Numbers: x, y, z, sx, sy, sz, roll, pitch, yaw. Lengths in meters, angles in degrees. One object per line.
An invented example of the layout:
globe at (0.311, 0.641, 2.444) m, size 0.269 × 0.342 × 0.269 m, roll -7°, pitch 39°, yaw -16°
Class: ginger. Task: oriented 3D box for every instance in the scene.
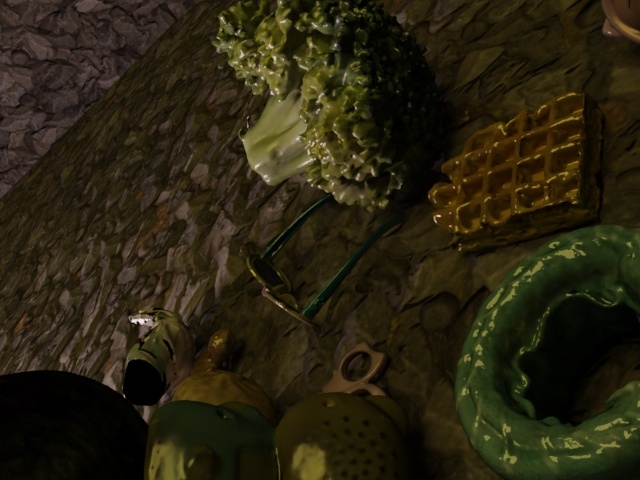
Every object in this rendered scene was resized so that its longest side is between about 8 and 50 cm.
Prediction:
ginger at (-0.173, 0.235, 1.044) m, size 0.193 × 0.052 × 0.176 m, roll -51°, pitch 31°, yaw 15°

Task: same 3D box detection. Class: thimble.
thimble at (0.229, 0.102, 0.585) m, size 0.235 × 0.143 × 0.198 m, roll -53°, pitch 33°, yaw 0°

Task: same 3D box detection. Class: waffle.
waffle at (0.215, -0.073, 0.854) m, size 0.211 × 0.055 × 0.160 m, roll -17°, pitch 47°, yaw 43°

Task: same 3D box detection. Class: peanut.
peanut at (-0.106, 0.258, 0.851) m, size 0.137 × 0.122 × 0.253 m, roll -48°, pitch 41°, yaw 43°

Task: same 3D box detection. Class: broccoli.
broccoli at (0.018, -0.188, 1.038) m, size 0.281 × 0.293 × 0.348 m, roll -30°, pitch 76°, yaw 23°

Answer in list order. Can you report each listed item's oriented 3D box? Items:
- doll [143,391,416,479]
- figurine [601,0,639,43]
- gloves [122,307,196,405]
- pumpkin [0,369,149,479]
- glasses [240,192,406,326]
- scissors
doll at (-0.036, 0.234, 0.708) m, size 0.161 × 0.260 × 0.177 m, roll 102°, pitch 168°, yaw -54°
figurine at (0.399, -0.259, 0.710) m, size 0.287 × 0.186 × 0.176 m, roll 35°, pitch 113°, yaw 41°
gloves at (-0.237, 0.167, 1.125) m, size 0.111 × 0.128 × 0.212 m, roll -11°, pitch 18°, yaw 15°
pumpkin at (-0.342, 0.358, 0.772) m, size 0.344 × 0.454 × 0.454 m, roll 23°, pitch 73°, yaw 15°
glasses at (0.015, 0.021, 1.031) m, size 0.220 × 0.088 × 0.189 m, roll -32°, pitch 32°, yaw -6°
scissors at (-0.004, 0.199, 0.893) m, size 0.212 × 0.021 × 0.110 m, roll -30°, pitch 41°, yaw 30°
